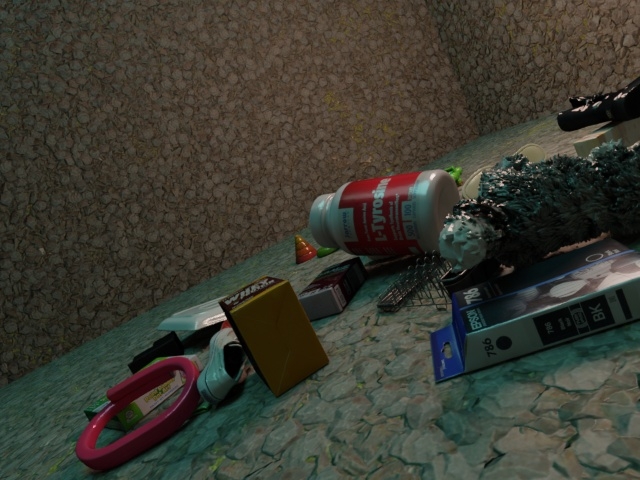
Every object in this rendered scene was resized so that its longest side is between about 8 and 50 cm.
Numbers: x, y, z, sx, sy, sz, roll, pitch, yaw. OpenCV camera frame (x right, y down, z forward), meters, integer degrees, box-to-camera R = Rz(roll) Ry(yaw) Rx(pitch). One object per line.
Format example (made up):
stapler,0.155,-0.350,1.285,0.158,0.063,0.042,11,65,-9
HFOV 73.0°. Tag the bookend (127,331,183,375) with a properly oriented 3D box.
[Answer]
bookend,-0.548,0.385,1.454,0.157,0.072,0.156,-30,8,-16

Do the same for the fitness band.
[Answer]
fitness band,-0.398,0.377,0.960,0.291,0.054,0.209,-30,30,-7

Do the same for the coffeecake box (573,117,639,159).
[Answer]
coffeecake box,0.731,-0.216,1.051,0.185,0.142,0.068,-28,8,-13

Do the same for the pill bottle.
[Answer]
pill bottle,0.178,-0.069,1.263,0.408,0.229,0.229,-3,21,38

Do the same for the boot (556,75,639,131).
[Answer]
boot,0.739,-0.358,1.063,0.246,0.094,0.207,-33,14,-8

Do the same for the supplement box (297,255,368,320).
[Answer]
supplement box,0.035,0.135,1.238,0.130,0.073,0.239,-21,9,29

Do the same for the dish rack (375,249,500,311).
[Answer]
dish rack,0.249,0.077,0.956,0.208,0.074,0.271,-32,10,-38

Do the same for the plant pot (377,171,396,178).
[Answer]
plant pot,0.248,-0.108,1.513,0.166,0.234,0.165,-24,9,19

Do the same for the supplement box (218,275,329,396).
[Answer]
supplement box,-0.108,0.191,0.927,0.129,0.191,0.194,-29,8,-19

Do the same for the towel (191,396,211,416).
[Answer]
towel,-0.284,0.360,1.003,0.113,0.023,0.152,-26,9,10

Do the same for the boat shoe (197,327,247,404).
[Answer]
boat shoe,-0.215,0.273,1.025,0.088,0.096,0.267,-38,9,9

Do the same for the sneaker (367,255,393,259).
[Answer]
sneaker,0.245,-0.007,1.398,0.235,0.095,0.090,-23,11,27

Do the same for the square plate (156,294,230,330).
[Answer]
square plate,-0.382,0.253,1.592,0.347,0.049,0.344,-17,2,-41

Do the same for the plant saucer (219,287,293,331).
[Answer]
plant saucer,-0.182,0.245,1.307,0.258,0.048,0.259,-27,8,-3

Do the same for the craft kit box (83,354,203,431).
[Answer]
craft kit box,-0.487,0.412,1.194,0.250,0.061,0.246,-18,9,42

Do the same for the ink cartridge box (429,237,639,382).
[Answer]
ink cartridge box,0.316,0.101,0.662,0.333,0.065,0.165,-25,9,15

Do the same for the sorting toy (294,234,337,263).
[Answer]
sorting toy,0.000,0.000,1.959,0.365,0.126,0.127,-19,11,42

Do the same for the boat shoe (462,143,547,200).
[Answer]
boat shoe,0.607,-0.203,1.463,0.340,0.127,0.113,-36,-18,-15

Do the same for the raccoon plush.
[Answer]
raccoon plush,0.432,-0.037,0.730,0.299,0.216,0.446,-11,20,41

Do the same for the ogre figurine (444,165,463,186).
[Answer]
ogre figurine,0.591,-0.281,2.004,0.197,0.097,0.118,-19,-10,-39
